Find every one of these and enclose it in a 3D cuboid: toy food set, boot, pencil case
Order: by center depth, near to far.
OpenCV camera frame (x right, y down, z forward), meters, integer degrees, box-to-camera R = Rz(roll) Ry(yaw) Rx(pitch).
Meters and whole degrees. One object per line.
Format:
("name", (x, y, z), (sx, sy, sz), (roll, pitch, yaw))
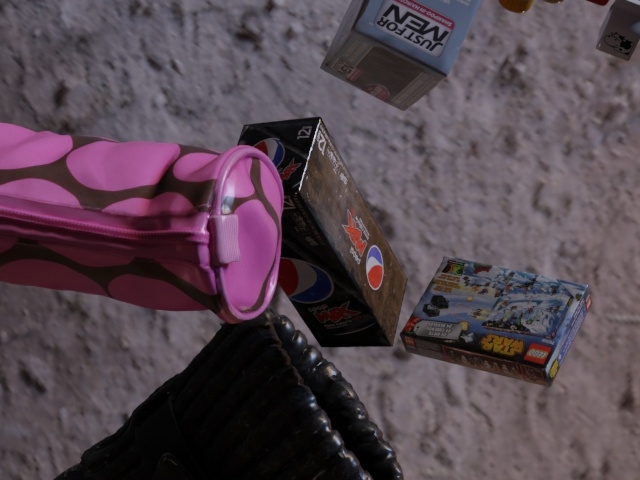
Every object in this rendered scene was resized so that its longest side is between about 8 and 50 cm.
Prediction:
("pencil case", (-0.124, -0.013, 0.672), (0.098, 0.209, 0.095), (43, 53, -77))
("boot", (-0.036, 0.246, 1.010), (0.260, 0.131, 0.348), (-35, 91, 6))
("toy food set", (0.325, -0.282, 1.617), (0.232, 0.111, 0.104), (21, 132, 2))

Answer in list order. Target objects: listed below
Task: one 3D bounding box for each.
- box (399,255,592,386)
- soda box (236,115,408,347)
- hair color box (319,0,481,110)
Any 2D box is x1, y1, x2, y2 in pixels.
("box", (0.148, 0.066, 1.240), (0.094, 0.137, 0.027), (-56, 143, -31))
("soda box", (0.000, 0.000, 0.912), (0.169, 0.053, 0.060), (58, 38, -46))
("hair color box", (0.139, -0.341, 1.573), (0.114, 0.185, 0.374), (26, 80, -6))
